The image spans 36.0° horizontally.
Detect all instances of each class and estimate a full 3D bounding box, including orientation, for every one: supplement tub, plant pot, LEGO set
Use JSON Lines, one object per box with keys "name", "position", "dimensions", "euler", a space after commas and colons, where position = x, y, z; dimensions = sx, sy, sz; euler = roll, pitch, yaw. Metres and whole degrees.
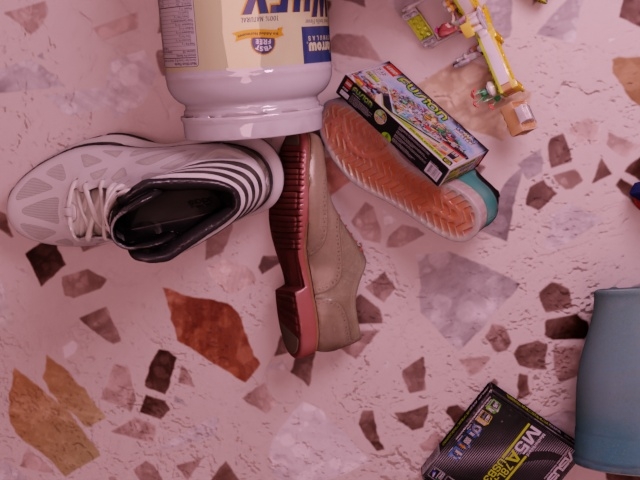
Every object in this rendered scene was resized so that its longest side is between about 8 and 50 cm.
{"name": "supplement tub", "position": [-0.106, -0.311, 1.366], "dimensions": [0.235, 0.235, 0.325], "euler": [-3, 102, 5]}
{"name": "plant pot", "position": [0.496, 0.191, 1.426], "dimensions": [0.271, 0.271, 0.255], "euler": [-3, 86, 5]}
{"name": "LEGO set", "position": [0.204, -0.270, 1.416], "dimensions": [0.107, 0.132, 0.287], "euler": [-24, 113, 21]}

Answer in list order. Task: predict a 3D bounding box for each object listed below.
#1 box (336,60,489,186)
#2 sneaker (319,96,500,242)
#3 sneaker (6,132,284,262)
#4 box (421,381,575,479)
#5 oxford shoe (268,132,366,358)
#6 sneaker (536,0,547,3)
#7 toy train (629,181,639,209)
{"name": "box", "position": [0.131, -0.170, 1.404], "dimensions": [0.207, 0.114, 0.036], "euler": [44, 130, 16]}
{"name": "sneaker", "position": [0.133, -0.114, 1.465], "dimensions": [0.302, 0.121, 0.108], "euler": [39, 125, 14]}
{"name": "sneaker", "position": [-0.297, -0.061, 1.402], "dimensions": [0.447, 0.257, 0.169], "euler": [-8, 101, 17]}
{"name": "box", "position": [0.288, 0.352, 1.571], "dimensions": [0.184, 0.045, 0.191], "euler": [36, 103, -2]}
{"name": "oxford shoe", "position": [0.000, 0.000, 1.503], "dimensions": [0.130, 0.123, 0.348], "euler": [-5, 101, -22]}
{"name": "sneaker", "position": [0.287, -0.405, 1.411], "dimensions": [0.144, 0.053, 0.059], "euler": [39, 103, -13]}
{"name": "toy train", "position": [0.596, -0.068, 1.440], "dimensions": [0.248, 0.105, 0.143], "euler": [27, 89, -2]}
